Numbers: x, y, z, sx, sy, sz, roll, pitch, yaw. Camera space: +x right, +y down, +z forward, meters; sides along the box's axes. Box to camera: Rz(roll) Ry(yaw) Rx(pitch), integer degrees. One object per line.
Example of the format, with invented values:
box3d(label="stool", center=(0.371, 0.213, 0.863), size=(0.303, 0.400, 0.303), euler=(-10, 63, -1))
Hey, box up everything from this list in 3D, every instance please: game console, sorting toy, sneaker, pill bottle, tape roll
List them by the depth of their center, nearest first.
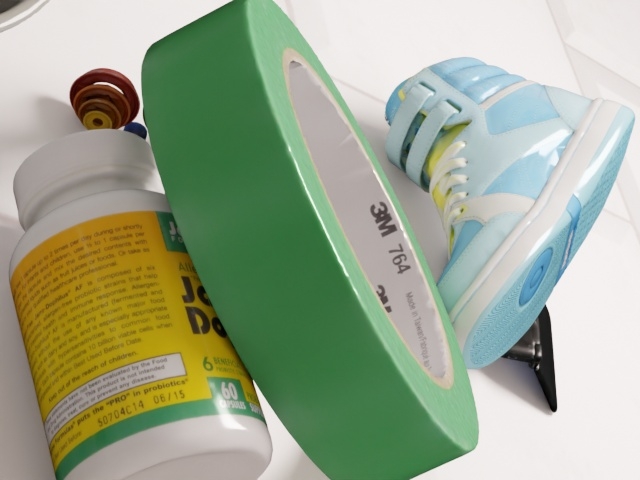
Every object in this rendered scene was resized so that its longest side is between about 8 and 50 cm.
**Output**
box3d(label="pill bottle", center=(-0.109, 0.046, 0.730), size=(0.117, 0.117, 0.208), euler=(10, 50, -45))
box3d(label="tape roll", center=(0.000, 0.000, 0.830), size=(0.321, 0.077, 0.321), euler=(60, 13, -23))
box3d(label="sorting toy", center=(-0.125, -0.078, 0.885), size=(0.102, 0.061, 0.042), euler=(16, 43, -10))
box3d(label="sneaker", center=(0.115, -0.037, 1.087), size=(0.208, 0.127, 0.319), euler=(25, 46, 18))
box3d(label="game console", center=(0.162, 0.076, 1.123), size=(0.107, 0.071, 0.122), euler=(11, 42, -4))

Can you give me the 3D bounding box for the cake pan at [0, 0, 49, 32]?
box3d(label="cake pan", center=(-0.286, -0.248, 0.805), size=(0.293, 0.054, 0.293), euler=(20, 59, -37))
